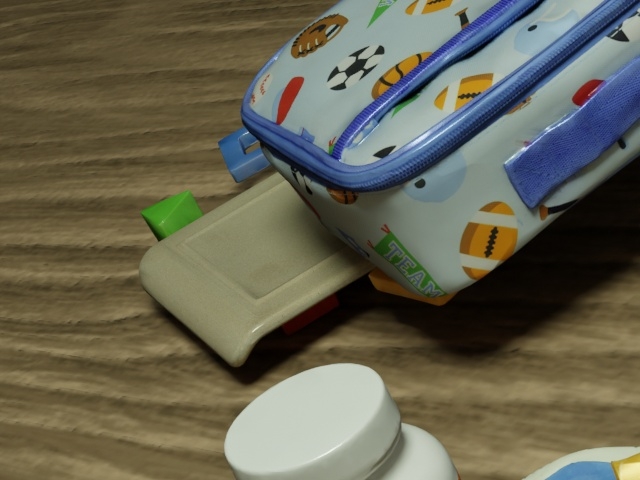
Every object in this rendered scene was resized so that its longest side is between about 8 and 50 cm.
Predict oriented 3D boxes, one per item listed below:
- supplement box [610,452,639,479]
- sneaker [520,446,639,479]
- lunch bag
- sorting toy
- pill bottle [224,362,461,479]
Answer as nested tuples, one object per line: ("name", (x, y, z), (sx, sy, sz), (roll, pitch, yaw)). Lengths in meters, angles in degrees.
("supplement box", (0.202, 0.099, 0.499), (0.194, 0.129, 0.191), (-22, -20, 9))
("sneaker", (0.132, 0.122, 0.718), (0.152, 0.058, 0.084), (-9, 20, 19))
("lunch bag", (0.117, -0.108, 0.985), (0.303, 0.115, 0.243), (-39, 23, -7))
("sorting toy", (0.000, 0.000, 1.112), (0.196, 0.047, 0.348), (-35, 26, -12))
("pill bottle", (0.024, 0.126, 0.701), (0.086, 0.152, 0.086), (-21, 25, 10))
